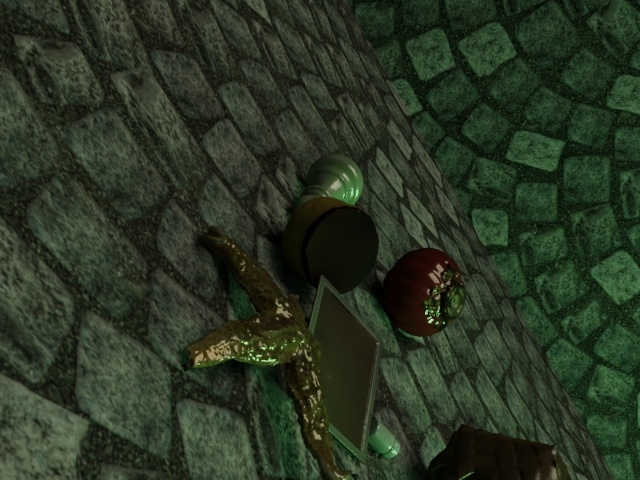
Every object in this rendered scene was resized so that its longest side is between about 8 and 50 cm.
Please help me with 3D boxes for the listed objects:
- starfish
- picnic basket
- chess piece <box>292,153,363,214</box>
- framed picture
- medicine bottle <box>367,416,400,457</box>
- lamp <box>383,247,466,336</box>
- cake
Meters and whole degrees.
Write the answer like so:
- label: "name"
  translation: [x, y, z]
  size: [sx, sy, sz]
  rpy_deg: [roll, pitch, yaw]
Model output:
- label: "starfish"
  translation: [-0.085, 0.167, 1.405]
  size: [0.324, 0.082, 0.432]
  rpy_deg: [39, 27, -34]
- label: "picnic basket"
  translation: [0.318, 0.556, 1.670]
  size: [0.293, 0.337, 0.337]
  rpy_deg: [61, 19, -17]
- label: "chess piece"
  translation: [-0.004, -0.095, 1.978]
  size: [0.139, 0.139, 0.272]
  rpy_deg: [56, 32, -10]
- label: "framed picture"
  translation: [0.036, 0.242, 1.633]
  size: [0.231, 0.018, 0.293]
  rpy_deg: [49, 36, -30]
- label: "medicine bottle"
  translation: [0.116, 0.385, 1.672]
  size: [0.083, 0.047, 0.047]
  rpy_deg: [50, 22, -29]
- label: "lamp"
  translation: [0.253, 0.128, 2.151]
  size: [0.227, 0.227, 0.227]
  rpy_deg: [49, 22, -28]
- label: "cake"
  translation: [0.000, 0.000, 1.769]
  size: [0.207, 0.185, 0.178]
  rpy_deg: [11, 8, -41]
